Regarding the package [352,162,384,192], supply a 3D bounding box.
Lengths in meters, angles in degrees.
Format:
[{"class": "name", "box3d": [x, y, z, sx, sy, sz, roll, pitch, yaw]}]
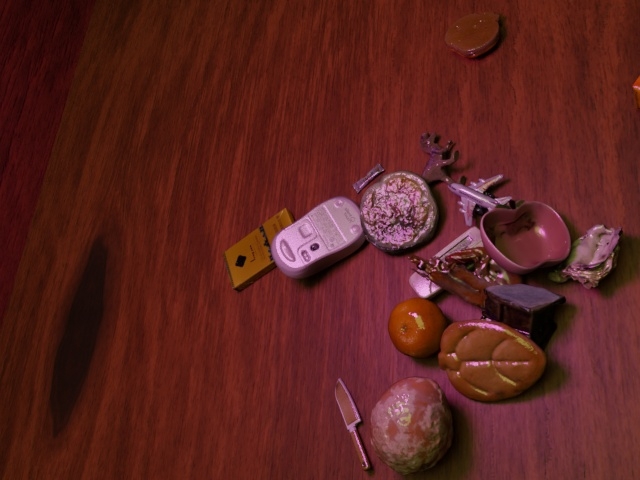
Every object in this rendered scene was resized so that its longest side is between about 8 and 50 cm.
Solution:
[{"class": "package", "box3d": [0.146, -0.191, 1.838, 0.110, 0.015, 0.037, -40, 58, 14]}]

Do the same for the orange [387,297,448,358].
[{"class": "orange", "box3d": [0.248, 0.219, 1.512, 0.155, 0.134, 0.154, 1, 91, 42]}]

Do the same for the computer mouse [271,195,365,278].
[{"class": "computer mouse", "box3d": [0.000, 0.000, 1.783, 0.297, 0.121, 0.184, -34, 67, -3]}]

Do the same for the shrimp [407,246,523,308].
[{"class": "shrimp", "box3d": [0.362, 0.069, 1.489, 0.287, 0.063, 0.152, 24, 89, 13]}]

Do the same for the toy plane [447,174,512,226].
[{"class": "toy plane", "box3d": [0.412, -0.113, 1.588, 0.171, 0.065, 0.162, 29, 82, 42]}]

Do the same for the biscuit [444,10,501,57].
[{"class": "biscuit", "box3d": [0.466, -0.617, 1.802, 0.170, 0.050, 0.170, -15, 54, 22]}]

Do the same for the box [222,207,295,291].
[{"class": "box", "box3d": [-0.189, 0.030, 1.943, 0.279, 0.041, 0.153, -35, 54, 17]}]

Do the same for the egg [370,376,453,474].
[{"class": "egg", "box3d": [0.212, 0.426, 1.395, 0.195, 0.195, 0.233, 20, 95, 38]}]

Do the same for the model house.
[{"class": "model house", "box3d": [0.463, 0.187, 1.403, 0.165, 0.106, 0.152, 19, 118, 41]}]

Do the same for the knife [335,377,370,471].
[{"class": "knife", "box3d": [0.087, 0.473, 1.562, 0.046, 0.022, 0.256, -40, 48, 21]}]

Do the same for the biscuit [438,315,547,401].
[{"class": "biscuit", "box3d": [0.389, 0.275, 1.381, 0.260, 0.041, 0.203, -9, 91, 38]}]

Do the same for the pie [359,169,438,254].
[{"class": "pie", "box3d": [0.219, -0.078, 1.675, 0.241, 0.054, 0.240, -3, 81, 22]}]

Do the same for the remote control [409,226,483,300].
[{"class": "remote control", "box3d": [0.341, 0.065, 1.563, 0.230, 0.049, 0.090, -38, 54, 8]}]

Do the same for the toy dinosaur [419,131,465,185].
[{"class": "toy dinosaur", "box3d": [0.312, -0.191, 1.708, 0.200, 0.072, 0.251, 16, 90, 48]}]

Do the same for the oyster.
[{"class": "oyster", "box3d": [0.616, 0.045, 1.386, 0.191, 0.081, 0.163, -23, 32, 41]}]

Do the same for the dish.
[{"class": "dish", "box3d": [0.482, 0.003, 1.440, 0.213, 0.090, 0.213, 1, 53, -1]}]

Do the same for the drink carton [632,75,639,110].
[{"class": "drink carton", "box3d": [0.902, -0.318, 1.330, 0.351, 0.111, 0.154, 36, 92, 38]}]
